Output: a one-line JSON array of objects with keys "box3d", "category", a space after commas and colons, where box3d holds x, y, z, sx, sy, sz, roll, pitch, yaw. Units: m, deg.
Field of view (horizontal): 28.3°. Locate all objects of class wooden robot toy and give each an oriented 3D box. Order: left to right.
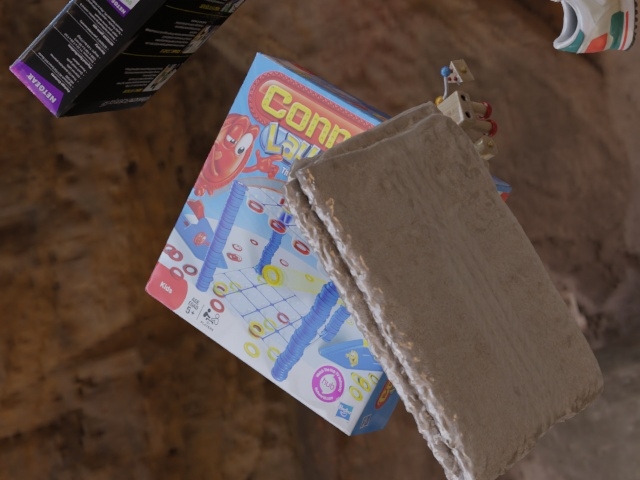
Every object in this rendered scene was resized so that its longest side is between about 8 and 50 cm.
[{"box3d": [0.158, -0.128, 1.505, 0.079, 0.076, 0.173, -33, 56, 38], "category": "wooden robot toy"}]

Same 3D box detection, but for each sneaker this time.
[{"box3d": [0.222, -0.232, 1.067, 0.057, 0.075, 0.161, -100, 1, -65], "category": "sneaker"}]

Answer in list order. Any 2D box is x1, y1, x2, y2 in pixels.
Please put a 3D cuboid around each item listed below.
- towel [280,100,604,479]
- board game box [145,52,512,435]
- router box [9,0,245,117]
[{"box3d": [0.097, 0.037, 0.984, 0.049, 0.187, 0.282, -32, 86, 49], "category": "towel"}, {"box3d": [0.000, 0.000, 1.377, 0.308, 0.086, 0.302, 32, 103, 25], "category": "board game box"}, {"box3d": [-0.109, -0.142, 0.810, 0.046, 0.133, 0.179, 46, -169, 0], "category": "router box"}]
